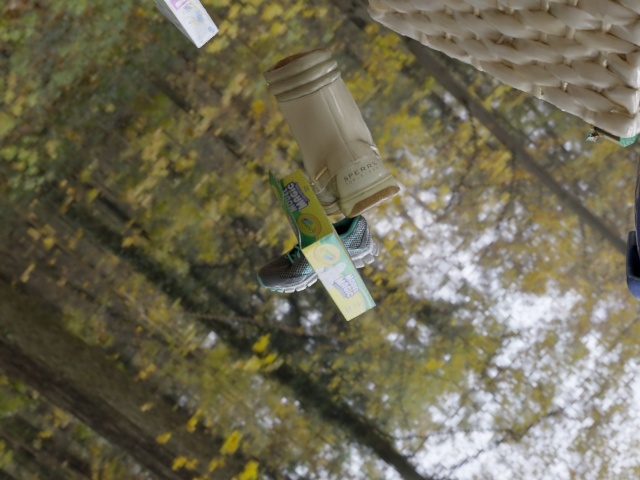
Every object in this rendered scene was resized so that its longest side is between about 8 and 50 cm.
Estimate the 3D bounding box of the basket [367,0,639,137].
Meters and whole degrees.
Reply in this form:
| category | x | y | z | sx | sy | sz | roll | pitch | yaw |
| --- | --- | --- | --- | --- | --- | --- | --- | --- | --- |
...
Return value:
| category | x | y | z | sx | sy | sz | roll | pitch | yaw |
| --- | --- | --- | --- | --- | --- | --- | --- | --- | --- |
| basket | 0.228 | -0.311 | 0.797 | 0.266 | 0.331 | 0.328 | -38 | 143 | -24 |

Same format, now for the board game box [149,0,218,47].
| category | x | y | z | sx | sy | sz | roll | pitch | yaw |
| --- | --- | --- | --- | --- | --- | --- | --- | --- | --- |
| board game box | -0.157 | -0.249 | 0.841 | 0.026 | 0.103 | 0.154 | -42 | 148 | -3 |

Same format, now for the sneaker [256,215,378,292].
| category | x | y | z | sx | sy | sz | roll | pitch | yaw |
| --- | --- | --- | --- | --- | --- | --- | --- | --- | --- |
| sneaker | -0.008 | 0.009 | 1.232 | 0.166 | 0.076 | 0.065 | -22 | -144 | -13 |

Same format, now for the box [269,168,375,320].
| category | x | y | z | sx | sy | sz | roll | pitch | yaw |
| --- | --- | --- | --- | --- | --- | --- | --- | --- | --- |
| box | 0.000 | 0.000 | 1.043 | 0.043 | 0.179 | 0.105 | -30 | -128 | 4 |

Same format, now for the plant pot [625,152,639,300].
| category | x | y | z | sx | sy | sz | roll | pitch | yaw |
| --- | --- | --- | --- | --- | --- | --- | --- | --- | --- |
| plant pot | 0.511 | -0.024 | 1.217 | 0.236 | 0.236 | 0.212 | -46 | 147 | -64 |

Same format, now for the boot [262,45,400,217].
| category | x | y | z | sx | sy | sz | roll | pitch | yaw |
| --- | --- | --- | --- | --- | --- | --- | --- | --- | --- |
| boot | 0.002 | -0.134 | 1.179 | 0.095 | 0.203 | 0.262 | -29 | -172 | -4 |

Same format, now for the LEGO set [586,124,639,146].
| category | x | y | z | sx | sy | sz | roll | pitch | yaw |
| --- | --- | --- | --- | --- | --- | --- | --- | --- | --- |
| LEGO set | 0.488 | -0.343 | 1.614 | 0.192 | 0.255 | 0.331 | 36 | -77 | 42 |
